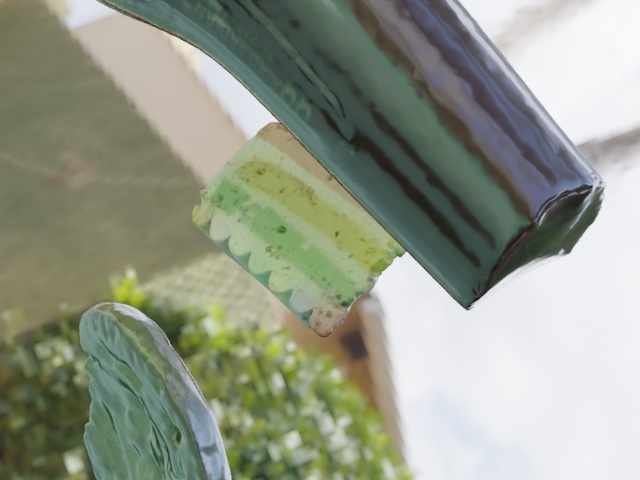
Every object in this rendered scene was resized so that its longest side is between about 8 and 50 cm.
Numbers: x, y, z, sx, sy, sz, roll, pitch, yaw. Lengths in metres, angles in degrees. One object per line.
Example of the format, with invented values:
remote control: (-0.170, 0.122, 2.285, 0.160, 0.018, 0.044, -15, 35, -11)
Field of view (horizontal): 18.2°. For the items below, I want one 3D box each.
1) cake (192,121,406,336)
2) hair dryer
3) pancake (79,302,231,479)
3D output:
cake: (-0.014, -0.014, 1.461, 0.090, 0.109, 0.225, 43, -3, -22)
hair dryer: (0.008, -0.180, 0.555, 0.312, 0.123, 0.340, 46, -43, 15)
pancake: (-0.101, 0.150, 1.247, 0.222, 0.042, 0.236, 31, -49, 57)
